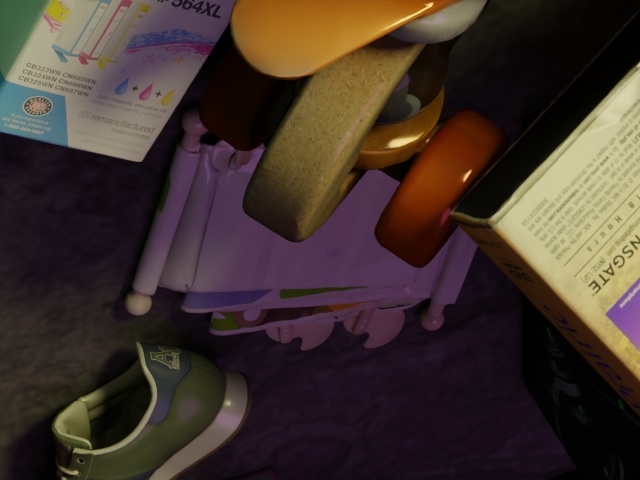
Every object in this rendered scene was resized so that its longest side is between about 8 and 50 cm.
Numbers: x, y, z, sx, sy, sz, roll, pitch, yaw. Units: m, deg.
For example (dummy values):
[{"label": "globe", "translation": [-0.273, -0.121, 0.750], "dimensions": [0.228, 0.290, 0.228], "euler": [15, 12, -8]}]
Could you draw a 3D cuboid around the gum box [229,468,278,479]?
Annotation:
[{"label": "gum box", "translation": [-0.108, 0.231, 1.291], "dimensions": [0.188, 0.062, 0.107], "euler": [-15, 138, -15]}]

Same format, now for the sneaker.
[{"label": "sneaker", "translation": [-0.135, 0.130, 1.177], "dimensions": [0.192, 0.064, 0.086], "euler": [-44, 130, 17]}]

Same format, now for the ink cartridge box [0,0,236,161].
[{"label": "ink cartridge box", "translation": [-0.100, -0.124, 0.905], "dimensions": [0.092, 0.090, 0.143], "euler": [11, 127, -37]}]

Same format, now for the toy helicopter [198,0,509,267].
[{"label": "toy helicopter", "translation": [0.070, -0.153, 0.906], "dimensions": [0.355, 0.140, 0.235], "euler": [-56, 173, 5]}]

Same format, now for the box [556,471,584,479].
[{"label": "box", "translation": [0.127, 0.276, 1.384], "dimensions": [0.220, 0.175, 0.051], "euler": [-19, 141, -12]}]

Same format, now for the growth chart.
[{"label": "growth chart", "translation": [0.000, 0.000, 1.144], "dimensions": [0.237, 0.021, 0.172], "euler": [2, 131, -31]}]

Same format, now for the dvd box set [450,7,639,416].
[{"label": "dvd box set", "translation": [0.310, 0.025, 0.977], "dimensions": [0.420, 0.062, 0.307], "euler": [45, 82, -15]}]

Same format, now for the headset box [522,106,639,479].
[{"label": "headset box", "translation": [0.231, 0.079, 1.182], "dimensions": [0.131, 0.246, 0.283], "euler": [-20, 138, -12]}]
